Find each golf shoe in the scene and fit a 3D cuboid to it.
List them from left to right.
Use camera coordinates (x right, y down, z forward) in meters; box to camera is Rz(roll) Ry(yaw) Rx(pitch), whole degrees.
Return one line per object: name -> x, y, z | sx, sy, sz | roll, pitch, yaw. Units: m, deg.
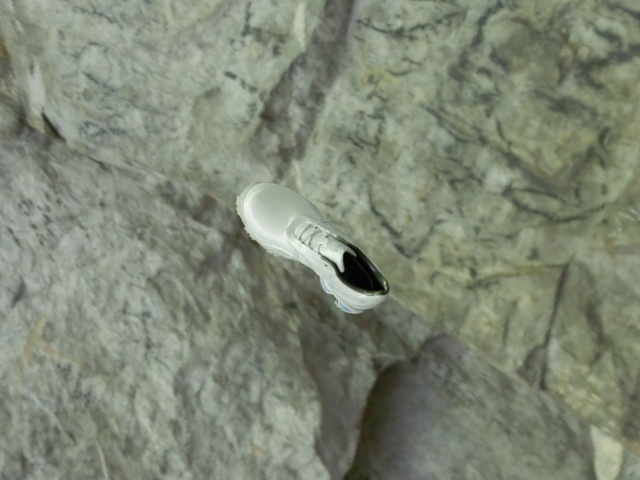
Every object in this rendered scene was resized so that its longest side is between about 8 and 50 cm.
golf shoe -> 0.000, 0.000, 0.921 | 0.176, 0.086, 0.069 | 38, -106, -12
